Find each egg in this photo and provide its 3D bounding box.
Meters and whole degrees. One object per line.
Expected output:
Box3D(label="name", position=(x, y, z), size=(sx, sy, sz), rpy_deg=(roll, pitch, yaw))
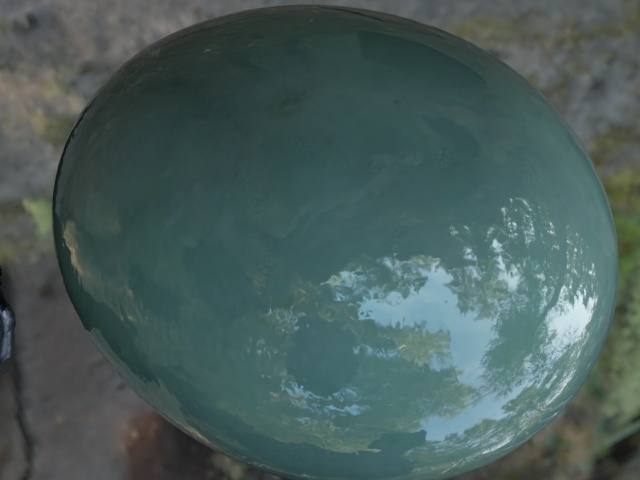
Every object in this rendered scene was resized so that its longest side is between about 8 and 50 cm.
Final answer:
Box3D(label="egg", position=(0.000, 0.000, 0.699), size=(0.168, 0.231, 0.168), rpy_deg=(-17, 114, -43))

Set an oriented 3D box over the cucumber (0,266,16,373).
Box3D(label="cucumber", position=(-0.160, 0.046, 0.835), size=(0.070, 0.046, 0.220), rpy_deg=(-34, 179, -10))
